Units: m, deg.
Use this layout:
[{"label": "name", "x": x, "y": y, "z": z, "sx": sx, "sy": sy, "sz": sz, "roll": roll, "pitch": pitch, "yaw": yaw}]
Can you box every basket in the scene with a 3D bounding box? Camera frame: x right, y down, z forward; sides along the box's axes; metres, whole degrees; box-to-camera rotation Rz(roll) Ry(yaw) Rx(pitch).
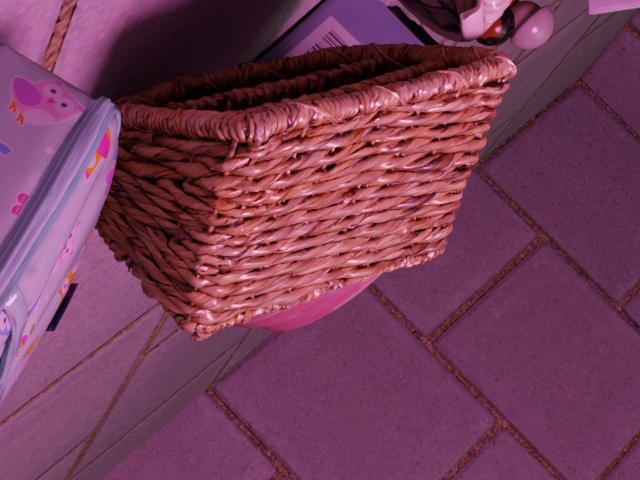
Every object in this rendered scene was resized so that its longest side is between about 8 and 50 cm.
[{"label": "basket", "x": -0.027, "y": -0.095, "z": 1.203, "sx": 0.299, "sy": 0.213, "sz": 0.223, "roll": -18, "pitch": 141, "yaw": -35}]

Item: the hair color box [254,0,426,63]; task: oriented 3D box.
[{"label": "hair color box", "x": -0.006, "y": -0.117, "z": 1.575, "sx": 0.185, "sy": 0.113, "sz": 0.374, "roll": -42, "pitch": 172, "yaw": -12}]

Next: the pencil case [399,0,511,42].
[{"label": "pencil case", "x": 0.208, "y": -0.334, "z": 1.255, "sx": 0.410, "sy": 0.183, "sz": 0.160, "roll": -41, "pitch": 147, "yaw": -18}]

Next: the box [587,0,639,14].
[{"label": "box", "x": 0.348, "y": -0.365, "z": 1.543, "sx": 0.127, "sy": 0.231, "sz": 0.262, "roll": -7, "pitch": -171, "yaw": 21}]

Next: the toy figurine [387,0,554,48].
[{"label": "toy figurine", "x": 0.182, "y": -0.266, "z": 1.622, "sx": 0.213, "sy": 0.148, "sz": 0.209, "roll": -40, "pitch": 171, "yaw": -27}]

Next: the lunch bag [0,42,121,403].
[{"label": "lunch bag", "x": -0.224, "y": 0.026, "z": 0.953, "sx": 0.279, "sy": 0.108, "sz": 0.224, "roll": 122, "pitch": -8, "yaw": -62}]

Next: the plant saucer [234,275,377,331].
[{"label": "plant saucer", "x": 0.000, "y": 0.000, "z": 1.834, "sx": 0.332, "sy": 0.084, "sz": 0.332, "roll": -34, "pitch": -161, "yaw": 13}]
